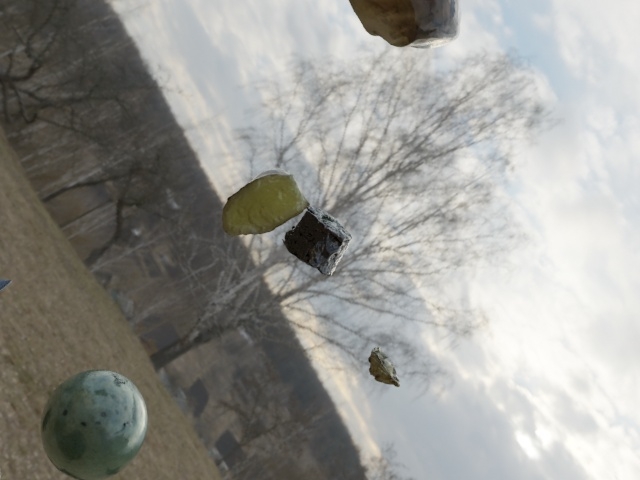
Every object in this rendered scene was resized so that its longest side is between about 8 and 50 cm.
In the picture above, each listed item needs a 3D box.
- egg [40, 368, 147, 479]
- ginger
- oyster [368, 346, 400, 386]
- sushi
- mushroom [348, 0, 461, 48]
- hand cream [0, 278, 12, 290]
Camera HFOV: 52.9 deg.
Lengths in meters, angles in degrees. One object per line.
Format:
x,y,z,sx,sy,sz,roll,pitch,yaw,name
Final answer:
-0.375,0.307,1.070,0.169,0.169,0.236,55,-33,19,egg
-0.138,-0.089,1.428,0.115,0.193,0.122,65,-5,-25,ginger
0.117,0.237,1.179,0.081,0.038,0.083,42,12,12,oyster
-0.001,0.000,1.034,0.094,0.084,0.098,39,13,32,sushi
0.094,-0.469,0.884,0.397,0.224,0.313,58,-27,26,mushroom
-0.613,0.081,1.072,0.271,0.091,0.058,6,-51,38,hand cream
